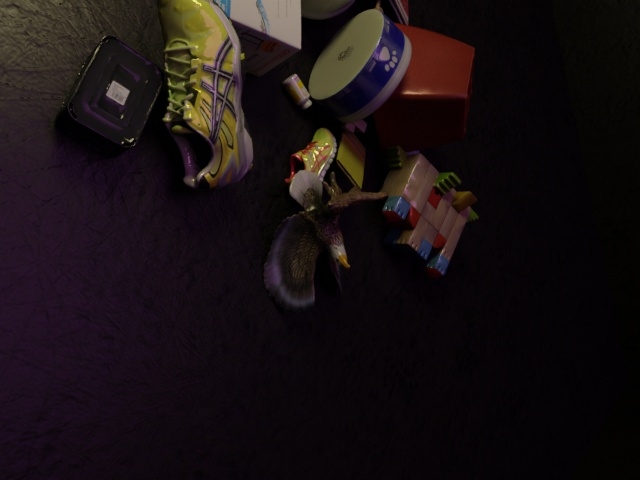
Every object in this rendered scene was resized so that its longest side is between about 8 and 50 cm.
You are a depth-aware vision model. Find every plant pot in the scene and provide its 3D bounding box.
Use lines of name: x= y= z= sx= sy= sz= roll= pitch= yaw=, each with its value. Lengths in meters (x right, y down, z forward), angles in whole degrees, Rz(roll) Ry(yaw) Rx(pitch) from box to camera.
plant pot: x=0.295 y=-0.410 z=1.341 sx=0.267 sy=0.236 sz=0.267 roll=62 pitch=39 yaw=-62

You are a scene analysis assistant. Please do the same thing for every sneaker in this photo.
sneaker: x=-0.027 y=-0.202 z=1.189 sx=0.094 sy=0.081 sz=0.208 roll=32 pitch=64 yaw=-33
sneaker: x=-0.224 y=-0.274 z=0.902 sx=0.147 sy=0.145 sz=0.384 roll=-49 pitch=134 yaw=-53

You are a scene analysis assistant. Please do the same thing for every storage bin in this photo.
storage bin: x=-0.378 y=-0.257 z=0.870 sx=0.122 sy=0.084 sz=0.180 roll=31 pitch=63 yaw=-36

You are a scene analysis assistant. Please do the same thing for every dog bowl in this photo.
dog bowl: x=0.094 y=-0.436 z=1.210 sx=0.104 sy=0.265 sz=0.264 roll=30 pitch=64 yaw=-34

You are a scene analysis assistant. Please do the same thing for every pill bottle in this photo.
pill bottle: x=-0.056 y=-0.373 z=1.212 sx=0.083 sy=0.043 sz=0.043 roll=54 pitch=52 yaw=-23

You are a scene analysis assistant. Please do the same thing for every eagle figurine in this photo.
eagle figurine: x=0.002 y=0.008 z=1.118 sx=0.226 sy=0.298 sz=0.225 roll=18 pitch=38 yaw=-11

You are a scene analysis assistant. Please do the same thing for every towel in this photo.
towel: x=0.213 y=-0.839 z=1.467 sx=0.237 sy=0.037 sz=0.328 roll=40 pitch=46 yaw=-48
towel: x=0.079 y=-0.223 z=1.262 sx=0.102 sy=0.021 sz=0.237 roll=48 pitch=27 yaw=-23

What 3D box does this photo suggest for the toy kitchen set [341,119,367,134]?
toy kitchen set: x=0.076 y=-0.319 z=1.306 sx=0.068 sy=0.075 sz=0.083 roll=30 pitch=68 yaw=-36

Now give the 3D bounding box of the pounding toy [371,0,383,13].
pounding toy: x=0.109 y=-0.733 z=1.392 sx=0.181 sy=0.094 sz=0.206 roll=-43 pitch=119 yaw=-49

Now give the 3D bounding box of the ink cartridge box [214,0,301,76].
ink cartridge box: x=-0.179 y=-0.488 z=1.029 sx=0.233 sy=0.171 sz=0.168 roll=6 pitch=80 yaw=-42

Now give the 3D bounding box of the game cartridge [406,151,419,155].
game cartridge: x=0.288 y=-0.287 z=1.537 sx=0.083 sy=0.017 sz=0.056 roll=6 pitch=83 yaw=-42

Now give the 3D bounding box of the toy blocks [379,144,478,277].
toy blocks: x=0.291 y=-0.063 z=1.418 sx=0.381 sy=0.191 sz=0.260 roll=37 pitch=71 yaw=-33

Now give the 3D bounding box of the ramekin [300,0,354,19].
ramekin: x=0.007 y=-0.708 z=1.185 sx=0.277 sy=0.135 sz=0.277 roll=-4 pitch=101 yaw=-20
